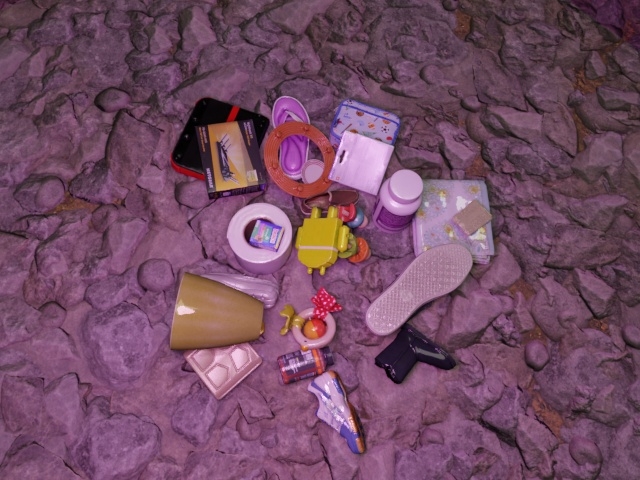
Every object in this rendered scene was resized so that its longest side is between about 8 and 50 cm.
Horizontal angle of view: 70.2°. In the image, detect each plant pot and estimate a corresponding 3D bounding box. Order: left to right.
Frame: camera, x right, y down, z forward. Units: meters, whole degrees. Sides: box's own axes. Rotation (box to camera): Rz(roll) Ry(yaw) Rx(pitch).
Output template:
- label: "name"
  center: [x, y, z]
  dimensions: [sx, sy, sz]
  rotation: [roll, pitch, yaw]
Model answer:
- label: "plant pot"
  center: [-0.359, 0.269, 1.628]
  dimensions: [0.293, 0.275, 0.275]
  rotation: [9, 70, -11]

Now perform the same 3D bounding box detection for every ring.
- label: "ring"
  center: [-0.076, -0.346, 1.921]
  dimensions: [0.336, 0.032, 0.337]
  rotation: [6, 76, -26]

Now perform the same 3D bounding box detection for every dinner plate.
- label: "dinner plate"
  center: [-0.021, -0.280, 1.962]
  dimensions: [0.141, 0.017, 0.141]
  rotation: [5, 78, -27]

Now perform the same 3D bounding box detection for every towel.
- label: "towel"
  center: [0.546, -0.085, 1.908]
  dimensions: [0.320, 0.090, 0.375]
  rotation: [2, 70, -3]
- label: "towel"
  center: [0.617, -0.091, 1.854]
  dimensions: [0.148, 0.027, 0.110]
  rotation: [-37, 77, -15]

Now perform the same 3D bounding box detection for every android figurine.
- label: "android figurine"
  center: [0.000, 0.000, 1.795]
  dimensions: [0.248, 0.056, 0.273]
  rotation: [-1, 75, 36]

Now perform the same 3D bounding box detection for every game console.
- label: "game console"
  center: [-0.440, -0.431, 1.999]
  dimensions: [0.341, 0.060, 0.387]
  rotation: [19, 71, -3]

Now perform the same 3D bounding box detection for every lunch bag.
- label: "lunch bag"
  center: [0.191, -0.497, 2.024]
  dimensions: [0.303, 0.115, 0.243]
  rotation: [22, 68, 3]

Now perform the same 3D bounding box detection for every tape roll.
- label: "tape roll"
  center: [-0.232, -0.003, 1.790]
  dimensions: [0.246, 0.169, 0.246]
  rotation: [1, 70, -2]

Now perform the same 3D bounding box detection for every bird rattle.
- label: "bird rattle"
  center: [-0.026, 0.310, 1.707]
  dimensions: [0.253, 0.143, 0.207]
  rotation: [-15, 54, -19]

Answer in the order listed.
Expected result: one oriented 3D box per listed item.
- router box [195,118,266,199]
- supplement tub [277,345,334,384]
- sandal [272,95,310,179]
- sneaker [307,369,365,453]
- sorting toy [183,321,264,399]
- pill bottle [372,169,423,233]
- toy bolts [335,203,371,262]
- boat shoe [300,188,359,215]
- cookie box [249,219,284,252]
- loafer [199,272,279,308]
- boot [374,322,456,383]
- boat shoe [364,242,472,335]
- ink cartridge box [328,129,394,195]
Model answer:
- label: "router box"
  center: [-0.375, -0.341, 1.906]
  dimensions: [0.242, 0.081, 0.309]
  rotation: [-11, 75, -12]
- label: "supplement tub"
  center: [-0.052, 0.450, 1.671]
  dimensions: [0.197, 0.106, 0.106]
  rotation: [-14, 72, -8]
- label: "sandal"
  center: [-0.118, -0.468, 1.997]
  dimensions: [0.169, 0.102, 0.417]
  rotation: [-7, 73, -6]
- label: "sneaker"
  center: [0.055, 0.624, 1.630]
  dimensions: [0.130, 0.112, 0.297]
  rotation: [-27, 72, 6]
- label: "sorting toy"
  center: [-0.327, 0.407, 1.709]
  dimensions: [0.307, 0.041, 0.229]
  rotation: [-40, 73, -15]
- label: "pill bottle"
  center: [0.308, -0.154, 1.804]
  dimensions: [0.169, 0.301, 0.169]
  rotation: [1, 70, -3]
- label: "toy bolts"
  center: [0.110, -0.025, 1.864]
  dimensions: [0.218, 0.158, 0.229]
  rotation: [1, 76, 40]
- label: "boat shoe"
  center: [0.044, -0.165, 1.902]
  dimensions: [0.257, 0.095, 0.095]
  rotation: [-17, 72, -9]
- label: "cookie box"
  center: [-0.196, -0.017, 1.685]
  dimensions: [0.107, 0.040, 0.092]
  rotation: [17, 69, 2]
- label: "loafer"
  center: [-0.318, 0.181, 1.763]
  dimensions: [0.319, 0.112, 0.111]
  rotation: [14, 34, 3]
- label: "boot"
  center: [0.348, 0.457, 1.695]
  dimensions: [0.246, 0.094, 0.207]
  rotation: [37, 69, 17]
- label: "boat shoe"
  center: [0.370, 0.184, 1.758]
  dimensions: [0.500, 0.156, 0.187]
  rotation: [-38, 82, -10]
- label: "ink cartridge box"
  center: [0.171, -0.330, 1.930]
  dimensions: [0.223, 0.045, 0.223]
  rotation: [19, 107, -1]
